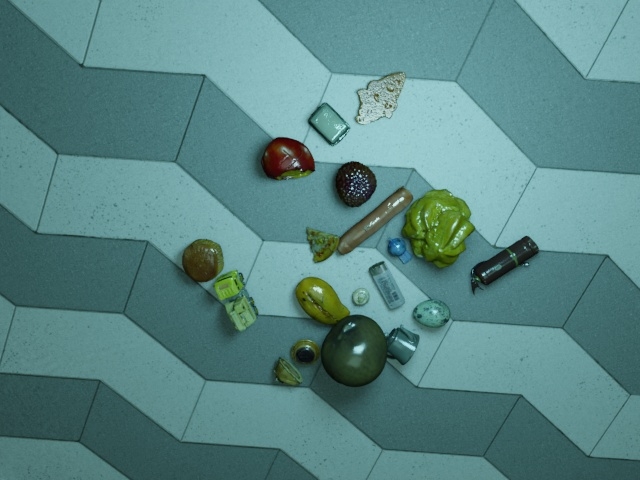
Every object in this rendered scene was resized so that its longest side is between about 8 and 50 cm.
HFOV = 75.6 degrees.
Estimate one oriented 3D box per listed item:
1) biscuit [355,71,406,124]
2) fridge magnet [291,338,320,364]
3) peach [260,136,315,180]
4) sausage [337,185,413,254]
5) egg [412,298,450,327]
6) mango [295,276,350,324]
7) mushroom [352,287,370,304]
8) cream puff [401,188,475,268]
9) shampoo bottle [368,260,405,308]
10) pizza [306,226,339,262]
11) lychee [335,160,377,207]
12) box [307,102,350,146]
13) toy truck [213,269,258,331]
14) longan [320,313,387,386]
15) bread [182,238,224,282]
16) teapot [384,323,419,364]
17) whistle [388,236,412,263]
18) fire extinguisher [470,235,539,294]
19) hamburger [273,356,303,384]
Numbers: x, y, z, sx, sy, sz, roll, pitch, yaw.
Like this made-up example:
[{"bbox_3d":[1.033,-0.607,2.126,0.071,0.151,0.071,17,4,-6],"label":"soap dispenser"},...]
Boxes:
[{"bbox_3d":[0.255,-0.609,1.762,0.183,0.043,0.280,41,96,-12],"label":"biscuit"},{"bbox_3d":[-0.073,0.552,2.025,0.143,0.063,0.143,0,106,0],"label":"fridge magnet"},{"bbox_3d":[-0.134,-0.330,1.761,0.226,0.196,0.190,33,135,-4],"label":"peach"},{"bbox_3d":[0.236,-0.083,1.856,0.419,0.094,0.094,-39,61,10],"label":"sausage"},{"bbox_3d":[0.519,0.342,1.930,0.172,0.132,0.132,-5,103,15],"label":"egg"},{"bbox_3d":[0.008,0.294,1.934,0.177,0.120,0.295,-44,99,10],"label":"mango"},{"bbox_3d":[0.193,0.267,1.951,0.083,0.067,0.084,1,110,3],"label":"mushroom"},{"bbox_3d":[0.497,-0.062,1.772,0.274,0.270,0.323,24,101,1],"label":"cream puff"},{"bbox_3d":[0.314,0.211,1.941,0.086,0.056,0.227,-28,101,9],"label":"shampoo bottle"},{"bbox_3d":[0.000,0.000,1.883,0.184,0.036,0.176,-35,90,34],"label":"pizza"},{"bbox_3d":[0.147,-0.250,1.773,0.188,0.188,0.188,0,103,1],"label":"lychee"},{"bbox_3d":[0.037,-0.497,1.764,0.172,0.093,0.124,42,101,-8],"label":"box"},{"bbox_3d":[-0.395,0.288,1.922,0.124,0.157,0.272,-21,102,6],"label":"toy truck"},{"bbox_3d":[0.157,0.500,1.872,0.319,0.319,0.319,0,103,1],"label":"longan"},{"bbox_3d":[-0.544,0.094,1.907,0.199,0.104,0.199,1,103,3],"label":"bread"},{"bbox_3d":[0.363,0.491,1.967,0.149,0.162,0.239,30,132,3],"label":"teapot"},{"bbox_3d":[0.363,0.044,1.888,0.090,0.090,0.158,-41,99,9],"label":"whistle"},{"bbox_3d":[0.826,0.121,1.885,0.341,0.105,0.141,-35,99,6],"label":"fire extinguisher"},{"bbox_3d":[-0.175,0.656,2.046,0.102,0.087,0.176,-38,108,21],"label":"hamburger"}]
